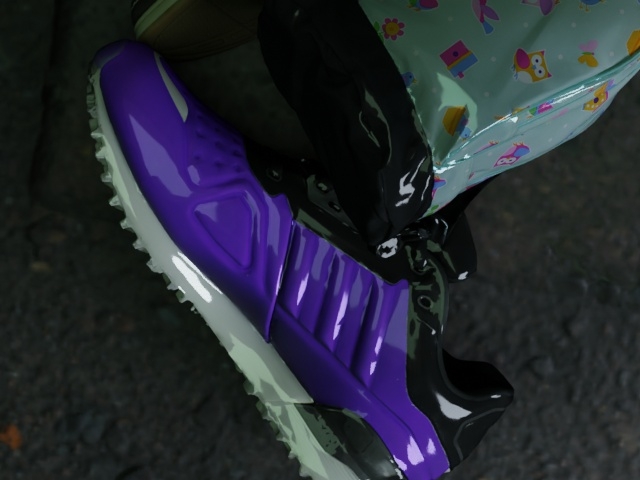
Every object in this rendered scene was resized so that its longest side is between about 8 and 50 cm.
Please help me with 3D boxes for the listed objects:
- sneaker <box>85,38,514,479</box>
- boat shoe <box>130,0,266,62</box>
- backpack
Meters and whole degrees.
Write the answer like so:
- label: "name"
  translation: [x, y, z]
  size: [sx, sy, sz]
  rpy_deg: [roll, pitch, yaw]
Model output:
- label: "sneaker"
  translation: [0.000, 0.000, 0.972]
  size: [0.146, 0.102, 0.293]
  rpy_deg: [-31, 106, 8]
- label: "boat shoe"
  translation: [-0.013, -0.176, 0.943]
  size: [0.223, 0.080, 0.073]
  rpy_deg: [-36, 66, 24]
- label: "backpack"
  translation: [0.079, -0.093, 0.908]
  size: [0.182, 0.115, 0.152]
  rpy_deg: [-24, 84, -16]
